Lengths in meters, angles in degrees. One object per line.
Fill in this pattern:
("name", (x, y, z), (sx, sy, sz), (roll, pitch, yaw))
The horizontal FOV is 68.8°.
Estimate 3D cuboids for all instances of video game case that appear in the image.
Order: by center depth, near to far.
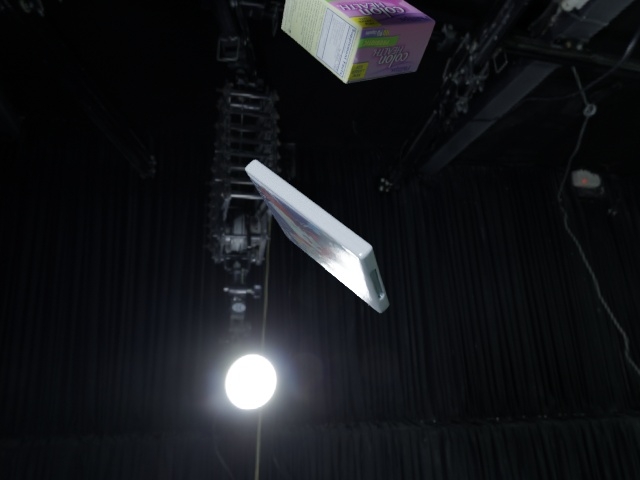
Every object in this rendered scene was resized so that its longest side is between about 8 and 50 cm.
("video game case", (0.000, 0.000, 0.613), (0.201, 0.023, 0.183), (39, -12, 29))

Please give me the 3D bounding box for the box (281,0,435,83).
("box", (0.075, -0.464, 1.005), (0.214, 0.243, 0.117), (-21, -32, -33))
